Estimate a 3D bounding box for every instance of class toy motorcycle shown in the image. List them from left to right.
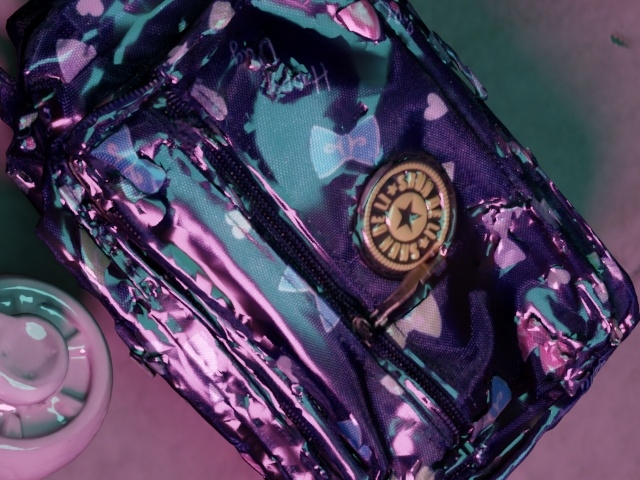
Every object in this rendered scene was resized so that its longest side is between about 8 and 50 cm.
[{"bbox_3d":[-0.192,0.032,0.552,0.254,0.112,0.112,3,93,-24],"label":"toy motorcycle"}]

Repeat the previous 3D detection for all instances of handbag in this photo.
[{"bbox_3d":[0.000,0.000,0.627,0.162,0.113,0.260,-43,111,-10],"label":"handbag"}]
